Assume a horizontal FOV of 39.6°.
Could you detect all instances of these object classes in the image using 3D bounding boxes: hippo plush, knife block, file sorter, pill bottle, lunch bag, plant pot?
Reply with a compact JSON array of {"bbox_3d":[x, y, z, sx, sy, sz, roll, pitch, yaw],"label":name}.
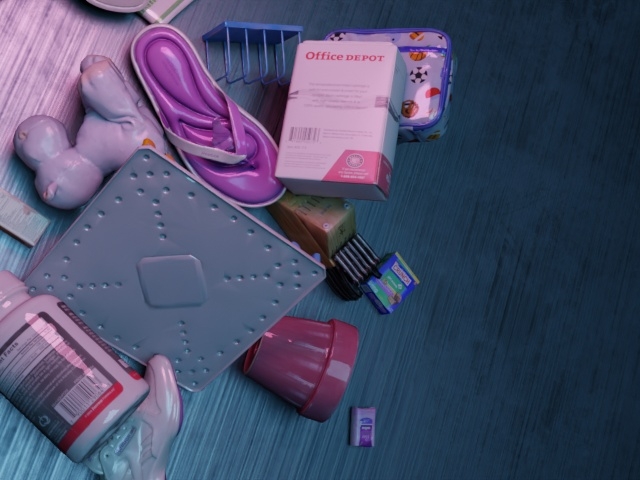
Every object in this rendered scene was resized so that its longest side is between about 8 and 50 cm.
[{"bbox_3d":[-0.406,-0.160,1.596,0.237,0.234,0.294,-34,96,-1],"label":"hippo plush"},{"bbox_3d":[0.000,0.000,1.851,0.276,0.242,0.088,32,60,26],"label":"knife block"},{"bbox_3d":[-0.134,-0.372,1.788,0.170,0.118,0.104,-4,91,-29],"label":"file sorter"},{"bbox_3d":[-0.455,0.202,1.482,0.318,0.176,0.176,43,65,3],"label":"pill bottle"},{"bbox_3d":[0.126,-0.330,1.844,0.115,0.304,0.243,32,65,-68],"label":"lunch bag"},{"bbox_3d":[-0.045,0.232,1.737,0.180,0.201,0.201,22,74,-10],"label":"plant pot"}]

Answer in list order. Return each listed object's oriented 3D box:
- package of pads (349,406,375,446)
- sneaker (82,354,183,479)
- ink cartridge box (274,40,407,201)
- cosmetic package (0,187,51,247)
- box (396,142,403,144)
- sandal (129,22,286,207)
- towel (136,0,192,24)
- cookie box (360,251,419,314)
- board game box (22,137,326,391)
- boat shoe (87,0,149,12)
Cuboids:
[{"bbox_3d":[0.089,0.393,1.873,0.050,0.032,0.083,7,81,-25],"label":"package of pads"},{"bbox_3d":[-0.335,0.353,1.586,0.152,0.114,0.305,13,86,-24],"label":"sneaker"},{"bbox_3d":[0.045,-0.232,1.721,0.117,0.207,0.282,41,57,-67],"label":"ink cartridge box"},{"bbox_3d":[-0.543,-0.042,1.567,0.115,0.041,0.060,37,69,-20],"label":"cosmetic package"},{"bbox_3d":[0.156,-0.273,1.951,0.101,0.087,0.101,9,81,-28],"label":"box"},{"bbox_3d":[-0.224,-0.226,1.701,0.169,0.102,0.416,-39,100,2],"label":"sandal"},{"bbox_3d":[-0.353,-0.600,1.736,0.325,0.038,0.248,47,66,-16],"label":"towel"},{"bbox_3d":[0.150,0.093,1.935,0.107,0.040,0.091,-45,105,-26],"label":"cookie box"},{"bbox_3d":[-0.256,0.059,1.557,0.390,0.390,0.050,35,28,-22],"label":"board game box"},{"bbox_3d":[-0.459,-0.513,1.635,0.303,0.091,0.114,24,98,-27],"label":"boat shoe"}]
